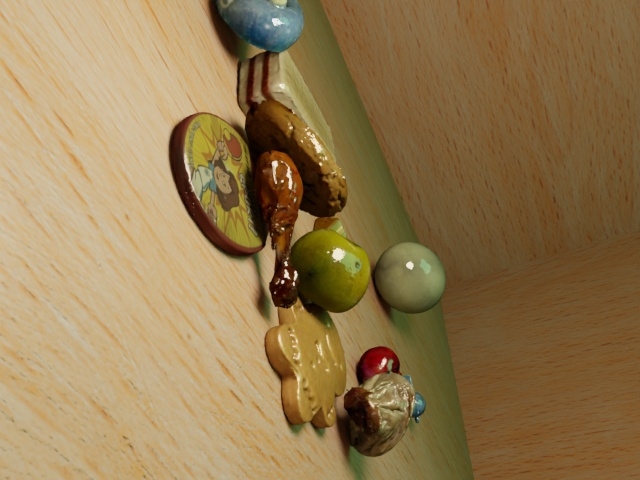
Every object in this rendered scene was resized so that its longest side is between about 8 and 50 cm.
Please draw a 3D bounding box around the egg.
[{"bbox_3d":[0.334,0.141,1.984,0.352,0.258,0.258,53,24,-60],"label":"egg"}]

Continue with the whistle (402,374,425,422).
[{"bbox_3d":[0.302,0.525,1.767,0.090,0.090,0.158,31,43,-66],"label":"whistle"}]

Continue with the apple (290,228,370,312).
[{"bbox_3d":[0.020,0.063,1.165,0.196,0.157,0.196,32,2,-1],"label":"apple"}]

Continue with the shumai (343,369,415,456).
[{"bbox_3d":[0.105,0.370,1.171,0.120,0.201,0.201,34,33,-24],"label":"shumai"}]

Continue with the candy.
[{"bbox_3d":[-0.077,-0.306,1.350,0.179,0.135,0.321,-95,160,-44],"label":"candy"}]

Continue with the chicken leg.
[{"bbox_3d":[-0.071,-0.024,1.011,0.113,0.093,0.304,38,45,-78],"label":"chicken leg"}]

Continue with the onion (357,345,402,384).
[{"bbox_3d":[0.159,0.347,1.427,0.131,0.131,0.131,-19,90,-74],"label":"onion"}]

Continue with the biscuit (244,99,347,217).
[{"bbox_3d":[-0.060,-0.162,1.132,0.296,0.075,0.296,41,-18,16],"label":"biscuit"}]

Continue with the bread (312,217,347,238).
[{"bbox_3d":[-0.003,0.003,1.467,0.139,0.084,0.074,-49,125,-35],"label":"bread"}]

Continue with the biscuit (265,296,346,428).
[{"bbox_3d":[-0.011,0.242,1.106,0.355,0.052,0.275,6,67,-72],"label":"biscuit"}]

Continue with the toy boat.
[{"bbox_3d":[-0.137,-0.577,1.274,0.215,0.123,0.330,16,38,-23],"label":"toy boat"}]

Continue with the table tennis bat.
[{"bbox_3d":[-0.150,-0.093,1.028,0.414,0.051,0.268,23,52,-66],"label":"table tennis bat"}]
